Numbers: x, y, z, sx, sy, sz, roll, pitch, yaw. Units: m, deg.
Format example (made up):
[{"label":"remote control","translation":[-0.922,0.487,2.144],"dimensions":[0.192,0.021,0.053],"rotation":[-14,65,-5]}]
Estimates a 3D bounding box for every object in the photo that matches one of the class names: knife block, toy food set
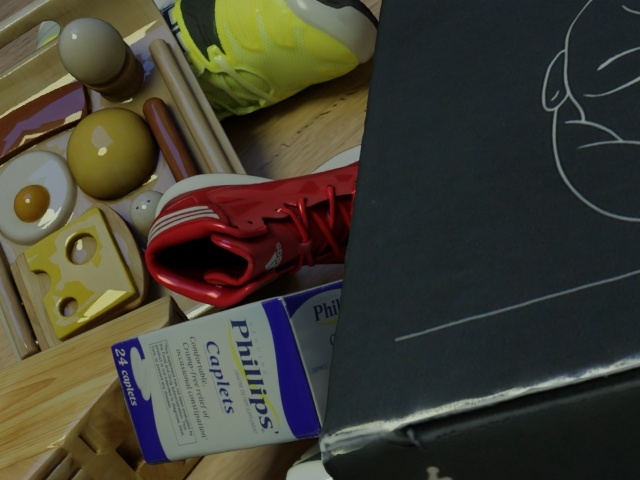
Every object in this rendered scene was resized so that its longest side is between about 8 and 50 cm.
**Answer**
[{"label":"knife block","translation":[-0.218,0.144,0.795],"dimensions":[0.242,0.088,0.276],"rotation":[13,56,48]},{"label":"toy food set","translation":[-0.179,-0.044,0.906],"dimensions":[0.219,0.092,0.306],"rotation":[-31,63,5]}]

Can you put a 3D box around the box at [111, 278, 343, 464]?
[{"label":"box","translation":[-0.017,0.065,0.668],"dimensions":[0.137,0.072,0.126],"rotation":[-18,-3,41]}]

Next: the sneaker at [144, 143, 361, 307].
[{"label":"sneaker","translation":[0.000,0.000,0.748],"dimensions":[0.221,0.087,0.128],"rotation":[-12,19,8]}]

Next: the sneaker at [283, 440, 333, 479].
[{"label":"sneaker","translation":[-0.021,0.192,0.559],"dimensions":[0.235,0.094,0.153],"rotation":[-29,23,-11]}]

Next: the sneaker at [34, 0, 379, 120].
[{"label":"sneaker","translation":[-0.109,-0.139,1.055],"dimensions":[0.384,0.145,0.147],"rotation":[-2,66,43]}]

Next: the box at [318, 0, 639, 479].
[{"label":"box","translation":[0.191,-0.028,0.552],"dimensions":[0.293,0.212,0.395],"rotation":[-18,36,23]}]
